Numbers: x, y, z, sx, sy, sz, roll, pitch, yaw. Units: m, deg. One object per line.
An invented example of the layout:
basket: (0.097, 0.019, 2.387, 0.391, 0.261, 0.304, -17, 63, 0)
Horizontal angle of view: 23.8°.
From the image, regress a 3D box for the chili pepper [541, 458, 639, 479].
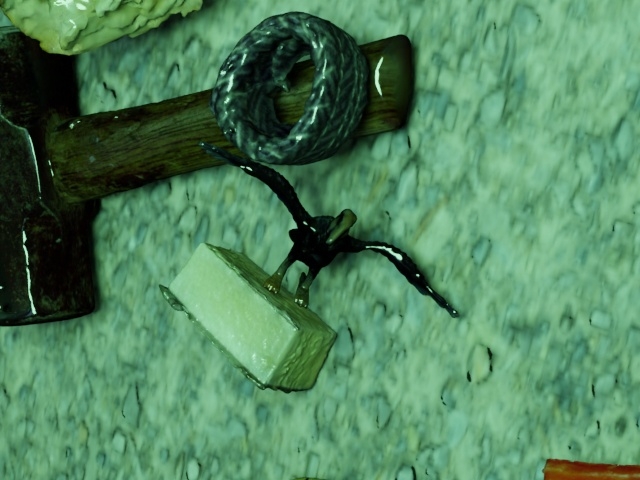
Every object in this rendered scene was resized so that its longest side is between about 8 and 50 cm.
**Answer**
chili pepper: (0.231, 0.173, 0.982, 0.169, 0.065, 0.088, -14, 101, 27)

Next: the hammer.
hammer: (-0.107, -0.077, 1.177, 0.409, 0.095, 0.242, -11, 87, 27)

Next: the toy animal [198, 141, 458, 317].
toy animal: (0.000, 0.000, 1.086, 0.220, 0.062, 0.108, 32, 144, -5)

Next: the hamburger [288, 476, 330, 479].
hamburger: (0.007, 0.263, 1.101, 0.186, 0.113, 0.177, 3, 88, 24)

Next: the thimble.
thimble: (-0.019, -0.103, 1.053, 0.104, 0.066, 0.095, -38, 74, 20)

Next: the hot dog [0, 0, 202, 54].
hot dog: (-0.215, -0.377, 1.092, 0.365, 0.196, 0.367, 60, 150, 35)

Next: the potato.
potato: (-0.054, 0.057, 1.142, 0.122, 0.086, 0.061, 41, 99, 25)
